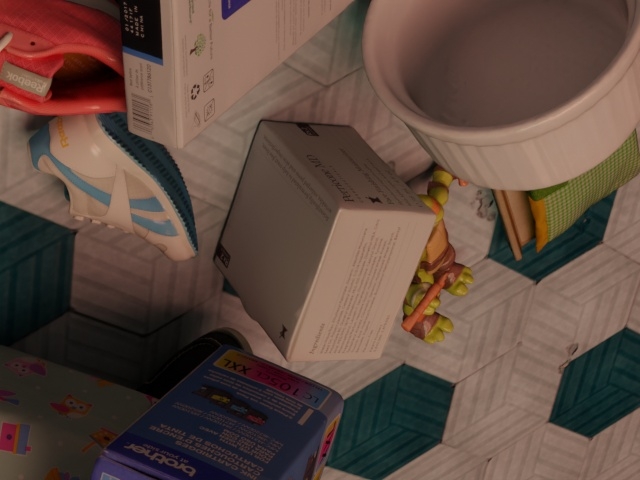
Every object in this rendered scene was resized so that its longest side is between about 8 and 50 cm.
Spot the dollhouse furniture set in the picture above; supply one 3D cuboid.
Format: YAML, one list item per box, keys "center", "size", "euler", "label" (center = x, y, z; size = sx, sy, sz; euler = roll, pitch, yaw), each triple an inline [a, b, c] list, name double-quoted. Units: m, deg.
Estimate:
- center: [0.288, -0.094, 1.674]
  size: [0.198, 0.151, 0.301]
  euler: [-32, 135, -8]
  label: "dollhouse furniture set"

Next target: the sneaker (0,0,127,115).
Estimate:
- center: [-0.277, -0.170, 1.263]
  size: [0.314, 0.136, 0.116]
  euler: [4, 120, -35]
  label: "sneaker"

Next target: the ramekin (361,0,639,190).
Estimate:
- center: [0.191, -0.181, 1.468]
  size: [0.277, 0.277, 0.135]
  euler: [-38, 142, -2]
  label: "ramekin"

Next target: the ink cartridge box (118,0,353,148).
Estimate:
- center: [-0.057, -0.232, 1.344]
  size: [0.333, 0.065, 0.165]
  euler: [-44, 146, -43]
  label: "ink cartridge box"

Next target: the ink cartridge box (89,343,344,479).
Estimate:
- center: [-0.125, 0.289, 1.391]
  size: [0.395, 0.151, 0.270]
  euler: [-35, 144, -70]
  label: "ink cartridge box"

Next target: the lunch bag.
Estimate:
- center: [-0.291, 0.259, 1.514]
  size: [0.223, 0.160, 0.262]
  euler: [18, 116, 2]
  label: "lunch bag"

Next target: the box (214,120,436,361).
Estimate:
- center: [0.000, 0.000, 1.540]
  size: [0.119, 0.181, 0.181]
  euler: [1, 122, -33]
  label: "box"

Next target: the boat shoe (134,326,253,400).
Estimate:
- center: [-0.197, 0.230, 1.631]
  size: [0.113, 0.127, 0.340]
  euler: [9, 128, -50]
  label: "boat shoe"

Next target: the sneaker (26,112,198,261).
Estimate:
- center: [-0.191, -0.051, 1.458]
  size: [0.092, 0.087, 0.228]
  euler: [-24, 138, 13]
  label: "sneaker"

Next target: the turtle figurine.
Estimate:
- center: [0.112, 0.020, 1.650]
  size: [0.087, 0.269, 0.217]
  euler: [5, 146, 13]
  label: "turtle figurine"
